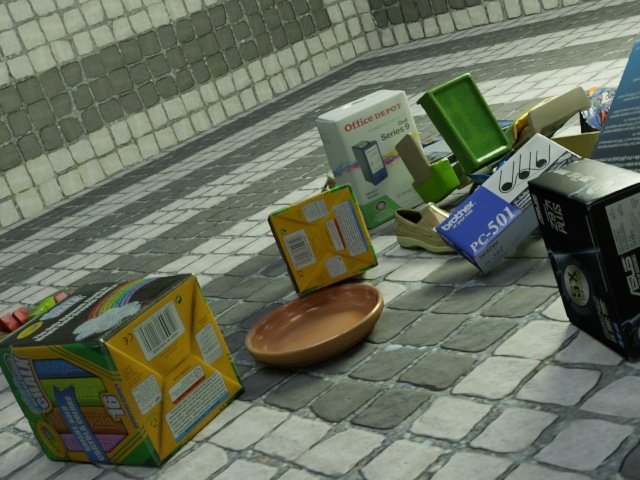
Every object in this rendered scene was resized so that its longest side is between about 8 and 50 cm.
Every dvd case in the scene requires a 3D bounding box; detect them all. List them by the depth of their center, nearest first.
[{"bbox_3d":[0.279,-0.202,2.055,0.253,0.022,0.180,-27,18,-22],"label":"dvd case"}]

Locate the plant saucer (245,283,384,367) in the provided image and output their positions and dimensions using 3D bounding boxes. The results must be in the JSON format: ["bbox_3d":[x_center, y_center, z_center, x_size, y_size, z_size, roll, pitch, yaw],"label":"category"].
[{"bbox_3d":[-0.005,0.120,1.319,0.200,0.037,0.200,-19,17,6],"label":"plant saucer"}]

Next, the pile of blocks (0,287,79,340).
[{"bbox_3d":[-0.423,0.131,1.648,0.362,0.112,0.149,-9,20,33],"label":"pile of blocks"}]

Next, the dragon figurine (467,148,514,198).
[{"bbox_3d":[0.292,-0.079,1.523,0.144,0.085,0.289,-29,20,-30],"label":"dragon figurine"}]

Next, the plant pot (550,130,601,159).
[{"bbox_3d":[0.423,-0.128,1.516,0.082,0.083,0.081,-13,7,-44],"label":"plant pot"}]

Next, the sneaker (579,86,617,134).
[{"bbox_3d":[0.530,-0.239,1.777,0.087,0.083,0.221,-2,27,28],"label":"sneaker"}]

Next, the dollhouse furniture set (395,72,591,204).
[{"bbox_3d":[0.298,-0.210,1.700,0.302,0.151,0.197,-28,-8,-25],"label":"dollhouse furniture set"}]

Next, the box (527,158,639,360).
[{"bbox_3d":[0.306,0.016,1.025,0.078,0.180,0.147,-22,16,-6],"label":"box"}]

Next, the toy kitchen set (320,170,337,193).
[{"bbox_3d":[0.046,-0.108,2.028,0.068,0.075,0.083,-63,-9,-13],"label":"toy kitchen set"}]

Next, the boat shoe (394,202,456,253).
[{"bbox_3d":[0.178,-0.024,1.501,0.068,0.072,0.190,-31,20,-34],"label":"boat shoe"}]

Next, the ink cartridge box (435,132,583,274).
[{"bbox_3d":[0.272,-0.054,1.364,0.207,0.046,0.097,-43,40,-3],"label":"ink cartridge box"}]

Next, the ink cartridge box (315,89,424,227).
[{"bbox_3d":[0.102,-0.151,1.755,0.154,0.212,0.093,-26,17,-19],"label":"ink cartridge box"}]

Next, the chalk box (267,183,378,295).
[{"bbox_3d":[0.000,0.000,1.489,0.132,0.132,0.213,-21,1,-2],"label":"chalk box"}]

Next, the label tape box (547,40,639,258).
[{"bbox_3d":[0.449,-0.104,1.228,0.333,0.106,0.241,-67,15,-4],"label":"label tape box"}]

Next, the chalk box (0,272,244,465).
[{"bbox_3d":[-0.282,0.167,1.250,0.289,0.179,0.180,-8,21,39],"label":"chalk box"}]
